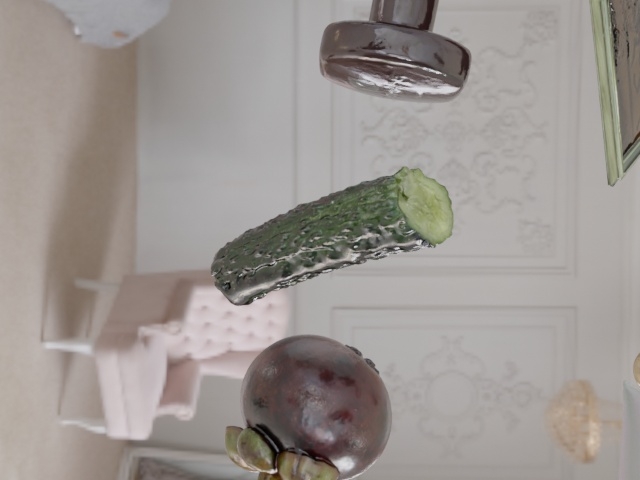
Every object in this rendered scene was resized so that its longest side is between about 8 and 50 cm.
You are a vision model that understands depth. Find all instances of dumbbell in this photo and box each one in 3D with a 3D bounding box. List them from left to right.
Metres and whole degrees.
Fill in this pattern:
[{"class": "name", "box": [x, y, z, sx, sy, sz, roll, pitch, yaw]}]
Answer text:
[{"class": "dumbbell", "box": [0.078, -0.234, 0.755, 0.140, 0.124, 0.225, 82, 19, -86]}]

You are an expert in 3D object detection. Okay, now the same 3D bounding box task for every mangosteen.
[{"class": "mangosteen", "box": [-0.018, 0.199, 0.977, 0.200, 0.200, 0.199, 0, 90, -87]}]

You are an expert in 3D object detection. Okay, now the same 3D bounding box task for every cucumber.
[{"class": "cucumber", "box": [0.000, -0.001, 0.617, 0.058, 0.187, 0.058, 23, 59, -43]}]

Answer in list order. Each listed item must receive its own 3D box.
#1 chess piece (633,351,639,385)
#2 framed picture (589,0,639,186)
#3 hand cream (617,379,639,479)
[{"class": "chess piece", "box": [0.569, 0.217, 1.515, 0.038, 0.084, 0.083, -155, -115, -83]}, {"class": "framed picture", "box": [0.297, -0.202, 0.804, 0.197, 0.014, 0.252, -44, 132, -31]}, {"class": "hand cream", "box": [0.231, 0.186, 0.515, 0.118, 0.185, 0.359, -52, 165, 17]}]
